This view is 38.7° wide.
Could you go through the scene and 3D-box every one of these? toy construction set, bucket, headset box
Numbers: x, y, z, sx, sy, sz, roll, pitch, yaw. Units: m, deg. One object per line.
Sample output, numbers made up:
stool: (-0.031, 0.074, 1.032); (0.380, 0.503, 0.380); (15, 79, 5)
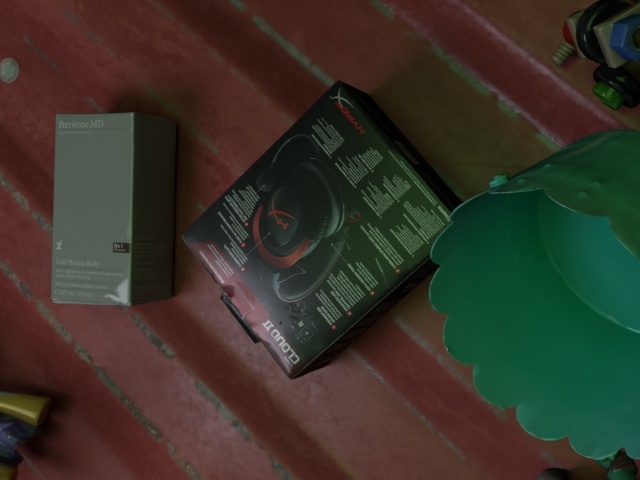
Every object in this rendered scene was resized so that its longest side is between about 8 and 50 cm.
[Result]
toy construction set: (0.382, -0.201, 0.813); (0.257, 0.309, 0.237); (42, 99, 7)
bucket: (0.257, 0.040, 0.854); (0.281, 0.183, 0.281); (29, 136, 32)
headset box: (0.000, 0.000, 1.046); (0.293, 0.110, 0.218); (-43, 76, 15)

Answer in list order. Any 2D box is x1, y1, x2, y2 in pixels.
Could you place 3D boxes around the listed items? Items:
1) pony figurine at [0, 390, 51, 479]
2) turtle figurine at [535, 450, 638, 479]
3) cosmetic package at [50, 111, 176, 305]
pony figurine: (-0.549, 0.209, 1.166); (0.363, 0.351, 0.302); (18, 101, 1)
turtle figurine: (0.325, 0.292, 0.898); (0.175, 0.118, 0.234); (-41, 49, 0)
cosmetic package: (-0.260, -0.041, 1.151); (0.127, 0.107, 0.238); (0, 93, 24)
